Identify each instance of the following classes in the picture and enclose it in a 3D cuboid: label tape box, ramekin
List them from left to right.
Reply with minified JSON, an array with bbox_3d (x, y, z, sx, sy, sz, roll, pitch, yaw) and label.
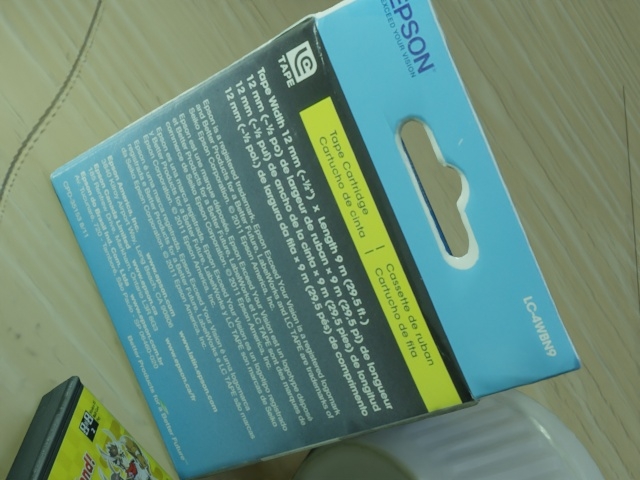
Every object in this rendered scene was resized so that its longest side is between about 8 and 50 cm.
[{"bbox_3d":[0.000,0.000,0.794,0.115,0.348,0.249,-23,90,-52],"label":"label tape box"},{"bbox_3d":[0.079,0.238,0.848,0.127,0.273,0.272,-3,73,-37],"label":"ramekin"}]

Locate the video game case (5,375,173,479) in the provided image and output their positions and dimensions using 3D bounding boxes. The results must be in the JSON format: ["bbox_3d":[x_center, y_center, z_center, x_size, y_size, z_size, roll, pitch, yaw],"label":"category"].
[{"bbox_3d":[-0.106,0.244,0.715,0.248,0.035,0.275,51,16,-19],"label":"video game case"}]
